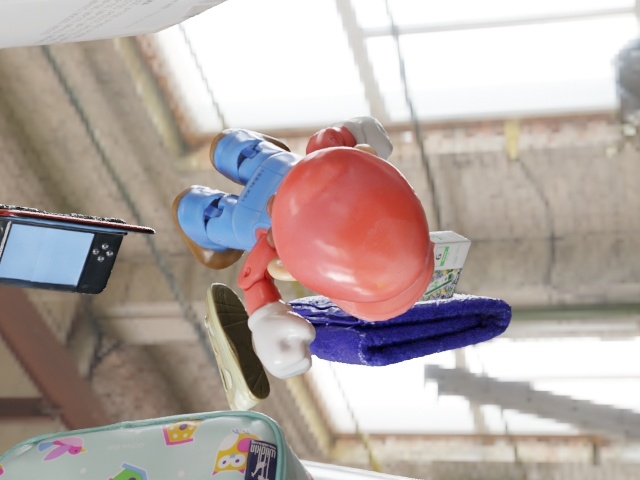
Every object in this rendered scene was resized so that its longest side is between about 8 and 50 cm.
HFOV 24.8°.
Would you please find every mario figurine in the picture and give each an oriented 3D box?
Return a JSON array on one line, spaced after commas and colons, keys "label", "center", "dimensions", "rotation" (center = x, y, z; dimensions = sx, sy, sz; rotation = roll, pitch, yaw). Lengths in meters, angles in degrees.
[{"label": "mario figurine", "center": [0.000, 0.000, 1.207], "dimensions": [0.320, 0.170, 0.198], "rotation": [-157, 67, -62]}]

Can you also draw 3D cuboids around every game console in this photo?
[{"label": "game console", "center": [-0.245, 0.013, 1.353], "dimensions": [0.124, 0.144, 0.085], "rotation": [-67, 31, 25]}]

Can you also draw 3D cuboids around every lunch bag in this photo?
[{"label": "lunch bag", "center": [-0.139, 0.250, 1.119], "dimensions": [0.224, 0.279, 0.108], "rotation": [-82, -23, -44]}]

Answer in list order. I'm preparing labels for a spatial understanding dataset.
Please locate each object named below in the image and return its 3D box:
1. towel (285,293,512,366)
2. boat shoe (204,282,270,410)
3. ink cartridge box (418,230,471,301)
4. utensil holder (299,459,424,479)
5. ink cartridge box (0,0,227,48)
[{"label": "towel", "center": [0.083, 0.099, 1.903], "dimensions": [0.308, 0.228, 0.076], "rotation": [-177, 76, -67]}, {"label": "boat shoe", "center": [-0.105, 0.123, 1.672], "dimensions": [0.056, 0.048, 0.153], "rotation": [2, -121, -51]}, {"label": "ink cartridge box", "center": [0.092, 0.026, 1.373], "dimensions": [0.115, 0.029, 0.062], "rotation": [-4, -64, -51]}, {"label": "utensil holder", "center": [0.034, 0.373, 1.362], "dimensions": [0.328, 0.386, 0.327], "rotation": [-6, -83, -55]}, {"label": "ink cartridge box", "center": [-0.195, -0.196, 0.636], "dimensions": [0.306, 0.131, 0.226], "rotation": [-10, -91, -36]}]
